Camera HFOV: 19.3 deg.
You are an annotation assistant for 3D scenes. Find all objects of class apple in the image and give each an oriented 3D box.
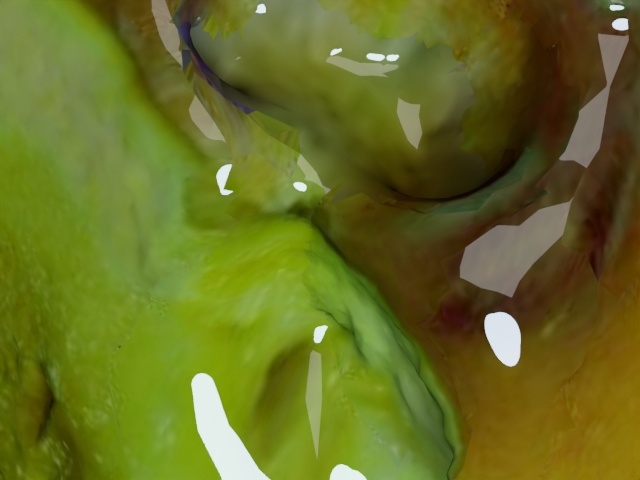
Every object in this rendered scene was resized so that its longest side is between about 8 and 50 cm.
[{"bbox_3d":[0.000,0.000,0.636,0.374,0.374,0.384,17,61,-8],"label":"apple"}]
